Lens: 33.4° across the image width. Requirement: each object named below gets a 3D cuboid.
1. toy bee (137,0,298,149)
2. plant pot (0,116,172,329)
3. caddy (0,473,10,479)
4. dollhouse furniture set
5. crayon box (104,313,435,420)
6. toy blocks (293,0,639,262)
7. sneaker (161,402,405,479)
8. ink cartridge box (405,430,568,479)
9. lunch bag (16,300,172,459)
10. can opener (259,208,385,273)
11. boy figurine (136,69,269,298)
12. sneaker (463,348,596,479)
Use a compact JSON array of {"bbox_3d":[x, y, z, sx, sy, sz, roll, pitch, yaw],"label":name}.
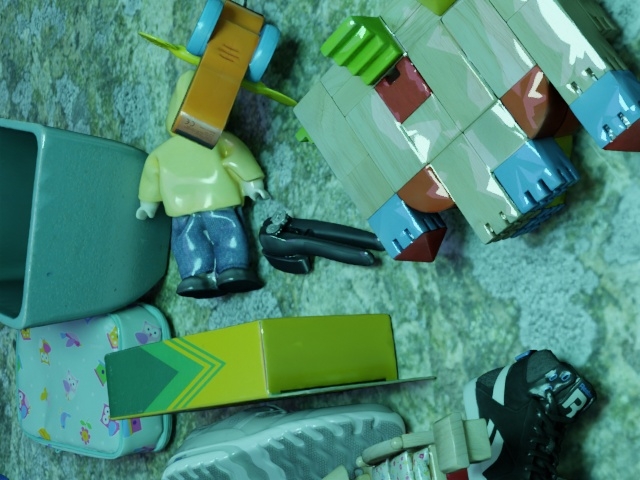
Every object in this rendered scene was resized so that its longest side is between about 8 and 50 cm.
[{"bbox_3d":[-0.102,-0.224,1.289,0.195,0.298,0.162,43,155,-2],"label":"toy bee"},{"bbox_3d":[-0.338,-0.031,1.422,0.247,0.252,0.248,14,98,43],"label":"plant pot"},{"bbox_3d":[-0.563,0.514,1.680,0.341,0.179,0.241,30,109,40],"label":"caddy"},{"bbox_3d":[0.037,0.344,0.971,0.355,0.173,0.303,121,143,-66],"label":"dollhouse furniture set"},{"bbox_3d":[-0.063,0.139,1.188,0.323,0.203,0.083,-15,79,42],"label":"crayon box"},{"bbox_3d":[0.152,-0.117,1.027,0.381,0.190,0.261,-43,72,34],"label":"toy blocks"},{"bbox_3d":[-0.043,0.216,1.193,0.281,0.115,0.105,-12,122,15],"label":"sneaker"},{"bbox_3d":[0.188,0.380,1.020,0.385,0.091,0.308,11,97,42],"label":"ink cartridge box"},{"bbox_3d":[-0.322,0.194,1.502,0.279,0.108,0.224,1,95,46],"label":"lunch bag"},{"bbox_3d":[0.000,0.000,1.242,0.186,0.073,0.059,2,52,41],"label":"can opener"},{"bbox_3d":[-0.154,-0.071,1.346,0.177,0.092,0.285,-15,76,16],"label":"boy figurine"},{"bbox_3d":[0.197,0.177,0.961,0.121,0.079,0.217,-37,30,22],"label":"sneaker"}]
